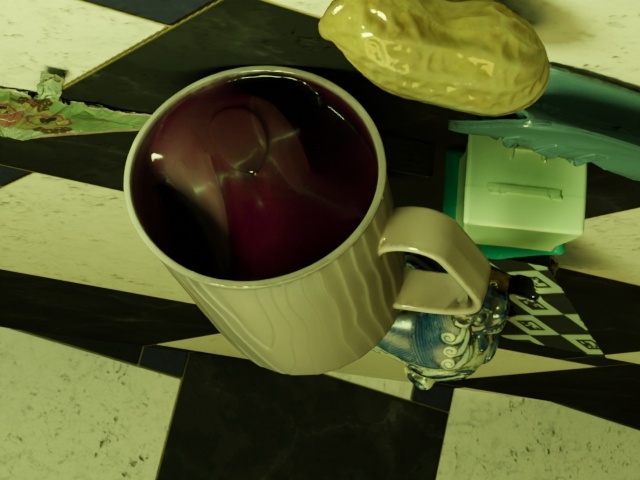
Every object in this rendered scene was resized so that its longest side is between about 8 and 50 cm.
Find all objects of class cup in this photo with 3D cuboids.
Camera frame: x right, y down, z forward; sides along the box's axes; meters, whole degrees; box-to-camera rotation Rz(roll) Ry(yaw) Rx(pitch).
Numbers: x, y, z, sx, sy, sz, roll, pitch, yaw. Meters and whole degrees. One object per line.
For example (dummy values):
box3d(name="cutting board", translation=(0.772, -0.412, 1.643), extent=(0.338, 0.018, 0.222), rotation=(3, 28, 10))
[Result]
box3d(name="cup", translation=(-0.004, -0.017, 1.315), extent=(0.288, 0.208, 0.273), rotation=(-14, 155, 5))

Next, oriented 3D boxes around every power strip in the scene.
box3d(name="power strip", translation=(0.060, -0.085, 1.424), extent=(0.111, 0.038, 0.029), rotation=(10, 166, -24))

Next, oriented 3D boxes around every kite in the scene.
box3d(name="kite", translation=(-0.288, -0.129, 1.416), extent=(0.323, 0.013, 0.268), rotation=(9, 167, -23))

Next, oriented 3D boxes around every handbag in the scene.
box3d(name="handbag", translation=(0.236, -0.096, 1.279), extent=(0.221, 0.057, 0.144), rotation=(11, 170, -28))

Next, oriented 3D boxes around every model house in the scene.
box3d(name="model house", translation=(0.187, -0.042, 1.429), extent=(0.127, 0.100, 0.149), rotation=(6, 165, -5))

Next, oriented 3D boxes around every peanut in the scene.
box3d(name="peanut", translation=(0.089, -0.140, 1.049), extent=(0.194, 0.083, 0.093), rotation=(11, 180, -33))

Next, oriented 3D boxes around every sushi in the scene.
box3d(name="sushi", translation=(0.215, 0.049, 1.892), extent=(0.294, 0.059, 0.292), rotation=(11, 158, 30))

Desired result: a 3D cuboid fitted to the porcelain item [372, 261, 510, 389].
box3d(name="porcelain item", translation=(0.094, 0.084, 1.836), extent=(0.288, 0.138, 0.186), rotation=(21, 151, 0))
